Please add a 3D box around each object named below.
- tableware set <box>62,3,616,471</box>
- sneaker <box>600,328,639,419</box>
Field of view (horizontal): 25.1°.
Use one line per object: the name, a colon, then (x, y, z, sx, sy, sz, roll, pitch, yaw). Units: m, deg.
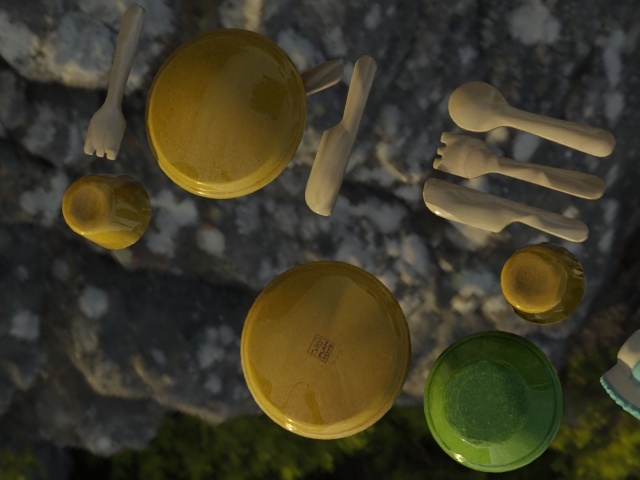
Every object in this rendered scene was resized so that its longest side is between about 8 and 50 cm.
tableware set: (0.000, 0.000, 0.398, 0.024, 0.154, 0.104, 17, 89, -73)
sneaker: (0.177, 0.049, 0.523, 0.087, 0.228, 0.092, 33, 83, -8)
